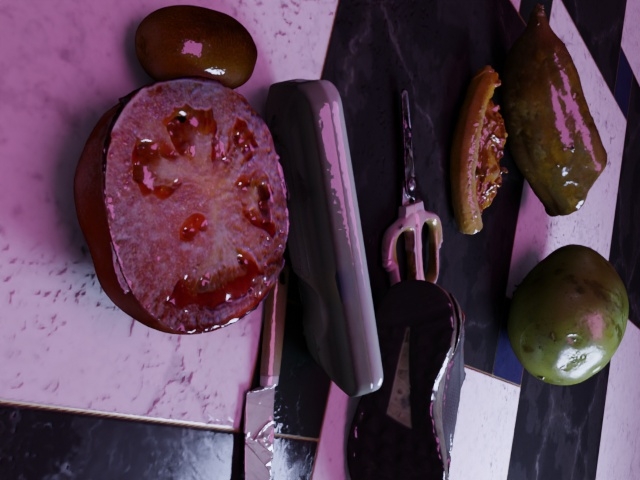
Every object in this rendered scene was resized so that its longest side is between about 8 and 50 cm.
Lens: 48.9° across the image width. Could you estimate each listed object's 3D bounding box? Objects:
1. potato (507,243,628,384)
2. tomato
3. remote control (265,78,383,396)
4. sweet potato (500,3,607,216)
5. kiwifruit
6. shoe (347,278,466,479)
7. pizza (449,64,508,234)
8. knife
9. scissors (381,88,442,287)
[{"bbox_3d":[0.461,0.131,1.301,0.304,0.216,0.215,-33,118,-44],"label":"potato"},{"bbox_3d":[-0.122,-0.031,0.607,0.225,0.085,0.224,1,89,-51],"label":"tomato"},{"bbox_3d":[0.000,0.000,0.748,0.066,0.128,0.335,-16,108,-19],"label":"remote control"},{"bbox_3d":[0.395,-0.219,1.234,0.158,0.158,0.369,-45,116,-42],"label":"sweet potato"},{"bbox_3d":[-0.108,-0.169,0.626,0.125,0.075,0.075,-9,100,-49],"label":"kiwifruit"},{"bbox_3d":[0.130,0.214,0.944,0.171,0.133,0.336,-3,99,-67],"label":"shoe"},{"bbox_3d":[0.255,-0.141,1.125,0.134,0.056,0.270,27,72,-42],"label":"pizza"},{"bbox_3d":[-0.062,0.168,0.757,0.047,0.017,0.297,7,87,-52],"label":"knife"},{"bbox_3d":[0.127,-0.051,0.985,0.160,0.024,0.317,-20,109,-50],"label":"scissors"}]
